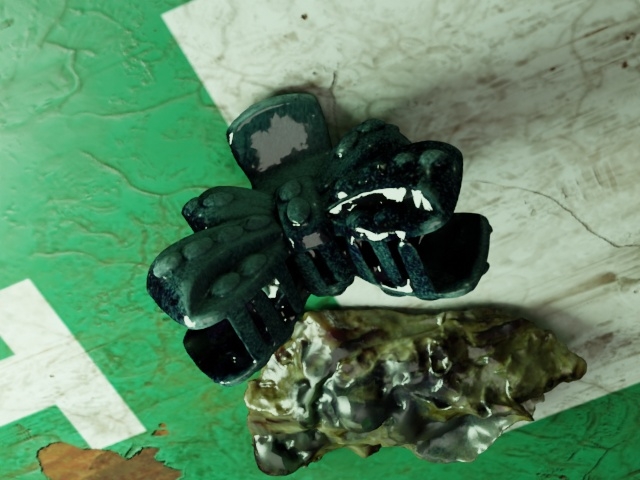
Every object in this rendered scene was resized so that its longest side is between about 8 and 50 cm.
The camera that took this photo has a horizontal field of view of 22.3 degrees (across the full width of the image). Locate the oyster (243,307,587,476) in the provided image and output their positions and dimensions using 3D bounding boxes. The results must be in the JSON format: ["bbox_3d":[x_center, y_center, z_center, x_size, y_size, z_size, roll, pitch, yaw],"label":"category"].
[{"bbox_3d":[0.098,0.177,1.731,0.361,0.096,0.221,1,135,-3],"label":"oyster"}]

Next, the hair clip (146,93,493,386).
[{"bbox_3d":[-0.004,-0.003,1.502,0.310,0.206,0.194,-21,133,5],"label":"hair clip"}]
